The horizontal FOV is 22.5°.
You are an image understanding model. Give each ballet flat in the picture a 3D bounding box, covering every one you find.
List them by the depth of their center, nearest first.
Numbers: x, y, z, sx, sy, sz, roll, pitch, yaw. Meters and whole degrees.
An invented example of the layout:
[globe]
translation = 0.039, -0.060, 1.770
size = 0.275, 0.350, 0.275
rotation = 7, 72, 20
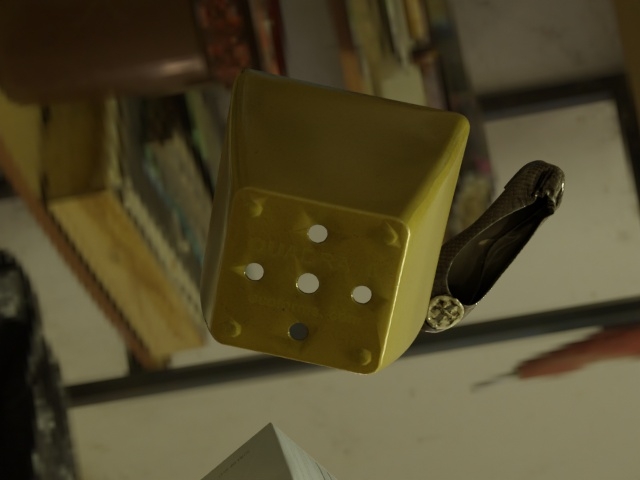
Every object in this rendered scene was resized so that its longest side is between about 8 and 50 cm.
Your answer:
[ballet flat]
translation = 0.200, 0.012, 1.887
size = 0.084, 0.250, 0.058
rotation = 40, 3, -32

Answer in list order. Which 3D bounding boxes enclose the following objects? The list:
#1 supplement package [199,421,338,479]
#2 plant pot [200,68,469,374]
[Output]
[supplement package]
translation = -0.021, 0.368, 2.005
size = 0.244, 0.139, 0.134
rotation = 44, 11, -31
[plant pot]
translation = 0.000, 0.000, 1.375
size = 0.187, 0.212, 0.212
rotation = -73, 175, -65
